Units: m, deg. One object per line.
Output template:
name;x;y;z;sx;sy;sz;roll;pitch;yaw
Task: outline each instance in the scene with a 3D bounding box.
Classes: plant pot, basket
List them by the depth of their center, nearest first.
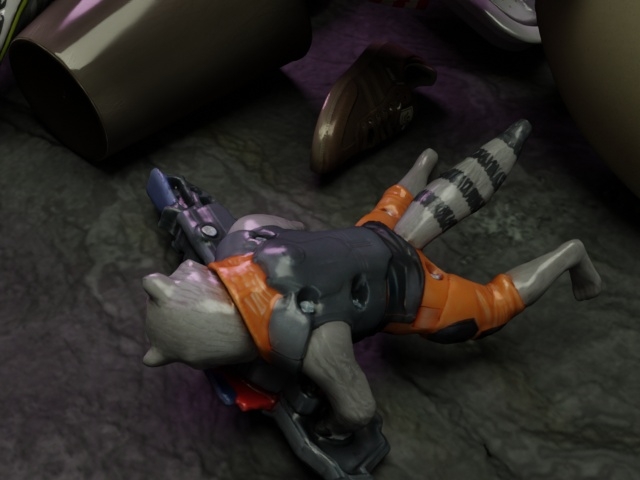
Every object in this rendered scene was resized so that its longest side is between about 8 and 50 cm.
plant pot;0.338;-0.132;0.915;0.284;0.284;0.191;-5;87;-9
basket;-0.154;-0.187;0.971;0.204;0.154;0.227;45;63;2

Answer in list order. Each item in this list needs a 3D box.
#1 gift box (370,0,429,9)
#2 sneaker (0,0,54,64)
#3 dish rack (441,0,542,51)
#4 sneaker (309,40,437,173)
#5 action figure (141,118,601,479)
gift box;0.076;-0.336;0.898;0.276;0.258;0.255;8;6;-7
sneaker;-0.292;-0.219;0.978;0.111;0.121;0.300;28;85;13
dish rack;0.162;-0.356;1.140;0.333;0.072;0.285;43;57;4
sneaker;0.051;-0.124;0.981;0.071;0.066;0.188;19;48;13
action figure;0.000;0.000;0.809;0.330;0.178;0.341;-22;55;-33
